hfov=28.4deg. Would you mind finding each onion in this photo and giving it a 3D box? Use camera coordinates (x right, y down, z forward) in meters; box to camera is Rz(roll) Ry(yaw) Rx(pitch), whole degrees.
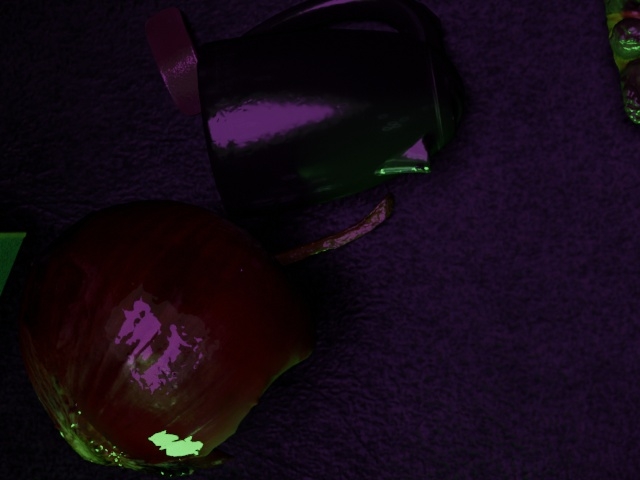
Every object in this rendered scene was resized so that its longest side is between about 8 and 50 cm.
[{"bbox_3d":[-0.187,0.105,1.421,0.341,0.341,0.341,0,92,12],"label":"onion"}]

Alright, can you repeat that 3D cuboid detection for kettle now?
[{"bbox_3d":[0.016,-0.176,1.461,0.290,0.207,0.268,-11,62,6],"label":"kettle"}]

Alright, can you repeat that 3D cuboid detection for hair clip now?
[{"bbox_3d":[-0.175,-0.224,1.573,0.054,0.022,0.137,-24,87,15],"label":"hair clip"}]

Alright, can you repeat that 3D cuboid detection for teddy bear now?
[{"bbox_3d":[0.380,-0.217,1.407,0.140,0.177,0.190,-3,91,57],"label":"teddy bear"}]

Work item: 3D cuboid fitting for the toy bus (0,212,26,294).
[{"bbox_3d":[-0.499,0.076,1.594,0.167,0.138,0.275,25,94,8],"label":"toy bus"}]

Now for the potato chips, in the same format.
[{"bbox_3d":[0.000,0.000,1.542,0.204,0.026,0.037,-25,83,12],"label":"potato chips"}]
